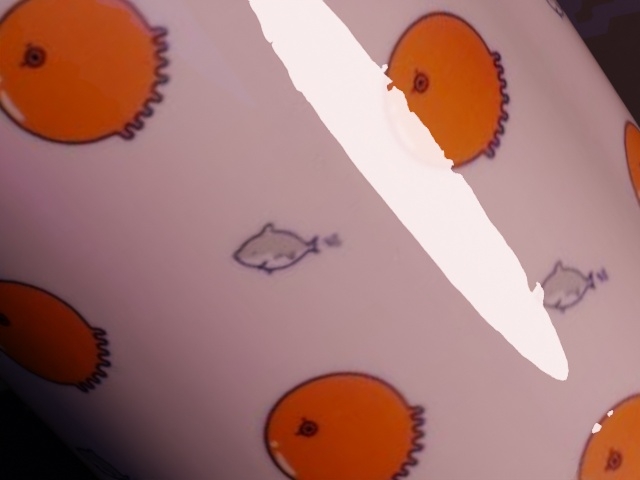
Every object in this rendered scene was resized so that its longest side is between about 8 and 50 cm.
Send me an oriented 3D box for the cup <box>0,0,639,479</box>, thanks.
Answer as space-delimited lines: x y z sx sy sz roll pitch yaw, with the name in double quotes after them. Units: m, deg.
0.000 0.000 0.581 0.212 0.212 0.317 -38 112 2 "cup"
